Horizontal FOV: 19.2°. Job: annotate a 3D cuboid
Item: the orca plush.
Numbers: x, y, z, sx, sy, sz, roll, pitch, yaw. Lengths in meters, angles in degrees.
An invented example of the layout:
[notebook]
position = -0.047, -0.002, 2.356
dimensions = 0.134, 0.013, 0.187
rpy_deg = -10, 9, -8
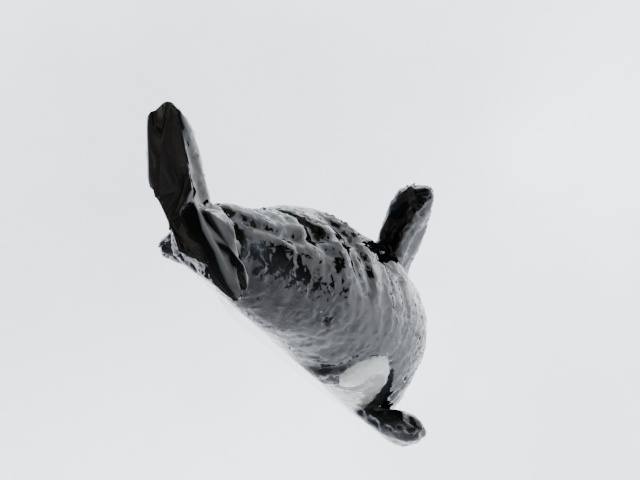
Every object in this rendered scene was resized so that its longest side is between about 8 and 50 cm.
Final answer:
[orca plush]
position = 0.000, 0.000, 0.863
dimensions = 0.151, 0.287, 0.102
rpy_deg = 36, -95, 33
